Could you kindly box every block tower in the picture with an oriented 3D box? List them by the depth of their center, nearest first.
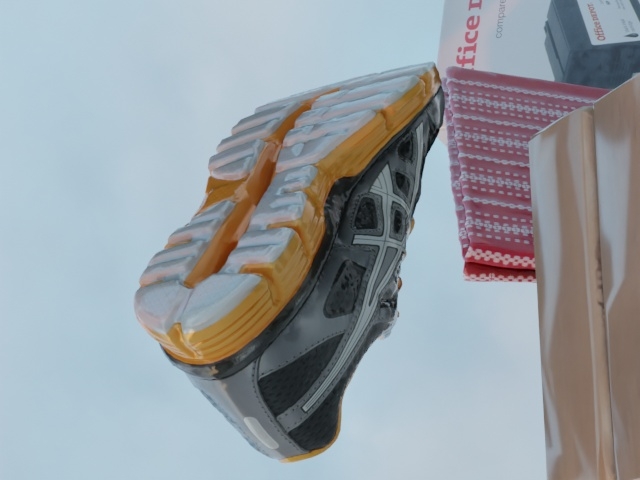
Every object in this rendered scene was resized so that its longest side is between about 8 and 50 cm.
[{"bbox_3d":[0.222,0.023,0.439,0.336,0.091,0.097,4,-104,-20],"label":"block tower"}]

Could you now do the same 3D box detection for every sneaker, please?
[{"bbox_3d":[0.000,0.000,0.685,0.083,0.084,0.215,62,-144,-22],"label":"sneaker"}]

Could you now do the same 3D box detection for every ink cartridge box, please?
[{"bbox_3d":[0.267,-0.183,1.581,0.129,0.308,0.223,37,-123,-55],"label":"ink cartridge box"}]

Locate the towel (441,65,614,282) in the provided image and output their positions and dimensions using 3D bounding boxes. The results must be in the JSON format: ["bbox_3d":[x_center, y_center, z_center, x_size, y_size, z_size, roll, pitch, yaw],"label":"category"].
[{"bbox_3d":[0.173,-0.033,1.071,0.275,0.199,0.031,-87,5,-63],"label":"towel"}]
